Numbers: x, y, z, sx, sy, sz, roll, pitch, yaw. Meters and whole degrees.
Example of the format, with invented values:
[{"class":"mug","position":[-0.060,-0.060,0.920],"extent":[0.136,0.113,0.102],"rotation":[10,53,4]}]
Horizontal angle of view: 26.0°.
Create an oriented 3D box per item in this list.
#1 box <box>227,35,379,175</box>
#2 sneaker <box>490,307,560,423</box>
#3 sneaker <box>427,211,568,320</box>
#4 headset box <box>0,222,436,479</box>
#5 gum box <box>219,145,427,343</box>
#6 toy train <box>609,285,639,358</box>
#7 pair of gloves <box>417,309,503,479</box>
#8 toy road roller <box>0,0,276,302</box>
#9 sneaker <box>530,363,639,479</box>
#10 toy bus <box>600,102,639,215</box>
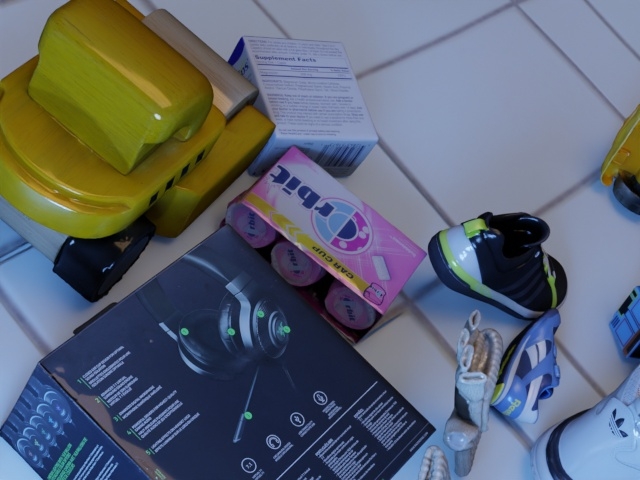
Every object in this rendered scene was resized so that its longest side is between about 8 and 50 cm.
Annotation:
[{"class":"box","position":[-0.025,-0.142,1.481],"extent":[0.126,0.072,0.137],"rotation":[-1,58,-30]},{"class":"sneaker","position":[0.220,0.130,1.433],"extent":[0.059,0.053,0.144],"rotation":[36,55,-1]},{"class":"sneaker","position":[0.211,0.022,1.445],"extent":[0.235,0.097,0.084],"rotation":[12,49,-49]},{"class":"headset box","position":[-0.092,0.155,1.176],"extent":[0.283,0.131,0.246],"rotation":[44,47,6]},{"class":"gum box","position":[0.000,0.000,1.394],"extent":[0.188,0.062,0.107],"rotation":[39,46,1]},{"class":"toy train","position":[0.390,0.072,1.490],"extent":[0.080,0.184,0.105],"rotation":[4,44,-27]},{"class":"pair of gloves","position":[0.125,0.198,1.232],"extent":[0.042,0.204,0.240],"rotation":[10,50,13]},{"class":"toy road roller","position":[-0.171,-0.125,1.266],"extent":[0.202,0.240,0.329],"rotation":[40,46,2]},{"class":"sneaker","position":[0.405,0.191,1.383],"extent":[0.366,0.210,0.137],"rotation":[1,57,-30]},{"class":"toy bus","position":[0.462,-0.118,1.711],"extent":[0.220,0.149,0.211],"rotation":[24,35,-9]}]
